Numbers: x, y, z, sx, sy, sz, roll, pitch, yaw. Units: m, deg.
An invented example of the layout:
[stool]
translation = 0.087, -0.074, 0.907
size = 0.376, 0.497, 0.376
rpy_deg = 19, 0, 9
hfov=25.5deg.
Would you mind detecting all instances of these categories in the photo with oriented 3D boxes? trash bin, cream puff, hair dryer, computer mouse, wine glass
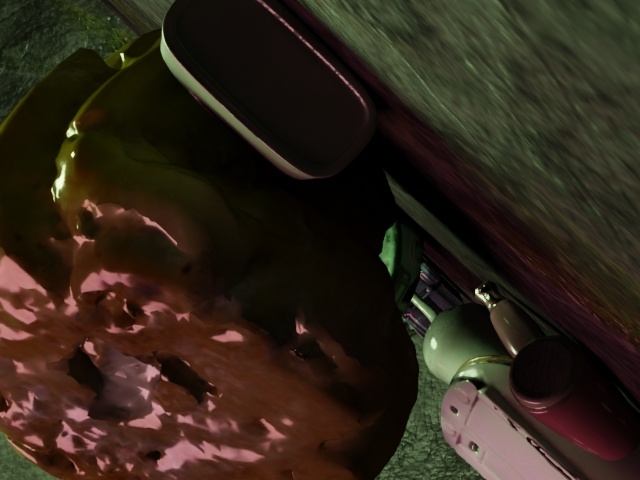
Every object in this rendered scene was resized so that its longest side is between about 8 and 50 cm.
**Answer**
[trash bin]
translation = -0.029, -0.082, 0.728
size = 0.116, 0.059, 0.130
rpy_deg = 42, 179, -6
[cream puff]
translation = -0.077, 0.012, 0.926
size = 0.324, 0.257, 0.291
rpy_deg = 33, 141, -20
[hair dryer]
translation = 0.148, 0.074, 0.954
size = 0.106, 0.054, 0.154
rpy_deg = 38, -167, -43
[computer mouse]
translation = 0.218, 0.196, 1.021
size = 0.310, 0.072, 0.158
rpy_deg = 41, 155, 18
[wine glass]
translation = 0.111, 0.075, 1.282
size = 0.195, 0.079, 0.079
rpy_deg = 45, 180, 41

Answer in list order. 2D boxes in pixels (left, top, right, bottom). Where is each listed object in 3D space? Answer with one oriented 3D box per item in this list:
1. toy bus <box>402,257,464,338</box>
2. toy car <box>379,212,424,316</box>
[toy bus]
translation = 0.062, 0.014, 1.409
size = 0.190, 0.064, 0.075
rpy_deg = 44, -169, -8
[toy car]
translation = 0.000, 0.000, 1.264
size = 0.125, 0.136, 0.306
rpy_deg = 21, -167, -39
